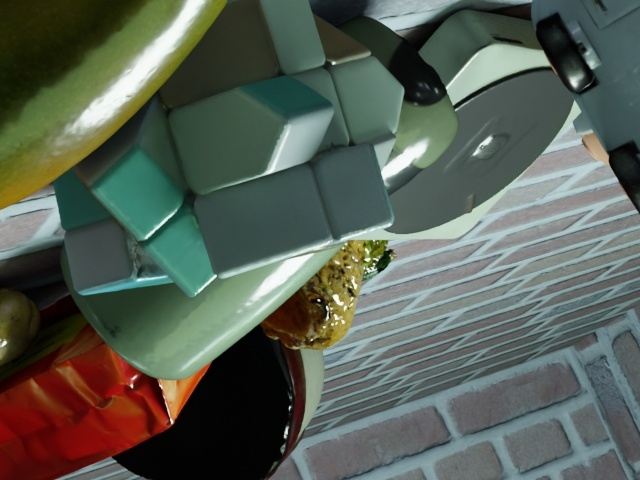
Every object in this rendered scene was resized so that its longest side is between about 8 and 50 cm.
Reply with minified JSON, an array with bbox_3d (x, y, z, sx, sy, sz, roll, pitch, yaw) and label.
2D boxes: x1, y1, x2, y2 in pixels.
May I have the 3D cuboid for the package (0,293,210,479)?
[{"bbox_3d":[-0.277,0.151,1.801,0.424,0.123,0.196,-26,-161,30],"label":"package"}]

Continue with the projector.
[{"bbox_3d":[0.128,-0.107,1.649,0.257,0.079,0.259,0,137,-52],"label":"projector"}]

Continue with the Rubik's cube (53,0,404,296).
[{"bbox_3d":[-0.067,-0.079,1.205,0.213,0.224,0.265,-13,178,36],"label":"Rubik's cube"}]

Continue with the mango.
[{"bbox_3d":[-0.158,-0.120,1.057,0.289,0.129,0.146,-31,153,15],"label":"mango"}]

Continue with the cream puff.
[{"bbox_3d":[0.000,0.000,1.770,0.169,0.183,0.183,-39,176,-29],"label":"cream puff"}]

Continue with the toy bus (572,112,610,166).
[{"bbox_3d":[0.419,-0.136,1.793,0.194,0.232,0.288,-13,162,-47],"label":"toy bus"}]

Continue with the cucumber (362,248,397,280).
[{"bbox_3d":[-0.045,0.062,2.148,0.294,0.067,0.067,-23,167,-8],"label":"cucumber"}]

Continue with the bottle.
[{"bbox_3d":[-0.044,-0.042,1.420,0.347,0.168,0.168,-39,163,17],"label":"bottle"}]

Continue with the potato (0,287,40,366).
[{"bbox_3d":[-0.361,0.104,1.722,0.170,0.080,0.107,-23,176,-2],"label":"potato"}]

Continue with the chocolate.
[{"bbox_3d":[-0.122,0.140,1.981,0.284,0.283,0.186,-30,-174,28],"label":"chocolate"}]

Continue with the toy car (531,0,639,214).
[{"bbox_3d":[0.306,-0.153,1.509,0.180,0.270,0.212,-31,-175,10],"label":"toy car"}]
